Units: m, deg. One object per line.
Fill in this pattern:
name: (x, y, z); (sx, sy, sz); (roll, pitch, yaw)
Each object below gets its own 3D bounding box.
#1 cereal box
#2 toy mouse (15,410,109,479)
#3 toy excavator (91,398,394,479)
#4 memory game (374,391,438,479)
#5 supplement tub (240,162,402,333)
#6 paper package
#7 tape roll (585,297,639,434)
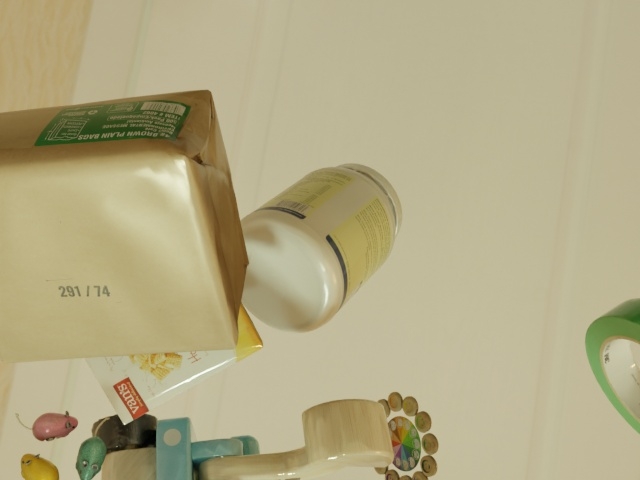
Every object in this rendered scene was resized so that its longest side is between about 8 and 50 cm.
cereal box: (-0.231, 0.144, 1.027); (0.240, 0.173, 0.047); (-30, -176, -5)
toy mouse: (-0.354, 0.285, 0.958); (0.143, 0.161, 0.031); (-30, 160, -43)
toy excavator: (-0.135, 0.372, 1.072); (0.446, 0.222, 0.432); (-5, 147, -9)
memory game: (0.146, 0.370, 1.239); (0.012, 0.186, 0.186); (3, 179, -36)
supplement tub: (0.000, 0.000, 1.282); (0.236, 0.235, 0.325); (6, -153, 31)
paper package: (-0.274, -0.009, 0.844); (0.325, 0.168, 0.309); (-4, 128, 5)
tape roll: (0.646, 0.265, 1.278); (0.077, 0.321, 0.321); (-28, -177, -14)
